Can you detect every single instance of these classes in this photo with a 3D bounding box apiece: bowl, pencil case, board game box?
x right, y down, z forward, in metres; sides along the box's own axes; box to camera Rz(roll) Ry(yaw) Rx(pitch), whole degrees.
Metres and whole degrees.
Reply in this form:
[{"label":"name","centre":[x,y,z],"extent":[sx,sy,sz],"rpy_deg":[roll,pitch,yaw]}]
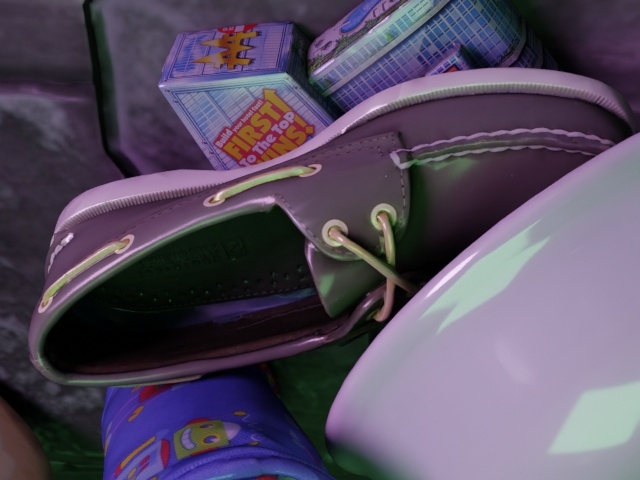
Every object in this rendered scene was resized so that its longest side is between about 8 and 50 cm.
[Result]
[{"label":"bowl","centre":[0.162,0.080,0.445],"extent":[0.298,0.134,0.298],"rpy_deg":[-25,152,-14]},{"label":"pencil case","centre":[-0.059,0.133,0.493],"extent":[0.119,0.306,0.133],"rpy_deg":[-16,98,-10]},{"label":"board game box","centre":[0.022,-0.058,0.485],"extent":[0.194,0.060,0.194],"rpy_deg":[-34,120,26]}]

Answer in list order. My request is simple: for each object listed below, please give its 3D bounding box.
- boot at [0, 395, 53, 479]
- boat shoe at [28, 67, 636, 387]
[{"label":"boot","centre":[-0.359,0.151,0.657],"extent":[0.295,0.104,0.211],"rpy_deg":[34,128,-15]},{"label":"boat shoe","centre":[0.002,0.004,0.437],"extent":[0.305,0.091,0.109],"rpy_deg":[-14,125,14]}]
